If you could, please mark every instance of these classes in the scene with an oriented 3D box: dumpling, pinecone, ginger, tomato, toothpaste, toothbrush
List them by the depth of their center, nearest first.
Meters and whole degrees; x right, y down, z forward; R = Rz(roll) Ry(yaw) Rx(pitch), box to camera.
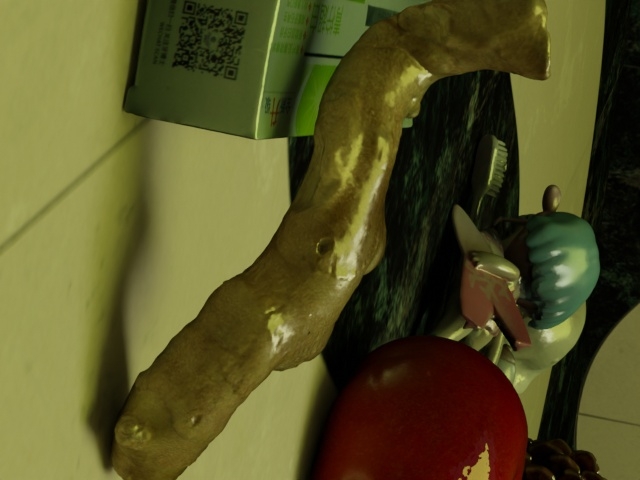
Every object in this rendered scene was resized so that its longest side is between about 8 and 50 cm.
[{"bbox_3d":[0.000,0.000,0.819,0.288,0.075,0.089,-52,148,4],"label":"ginger"},{"bbox_3d":[-0.007,-0.100,0.930,0.336,0.067,0.081,-17,119,-75],"label":"toothpaste"},{"bbox_3d":[0.072,0.162,1.290,0.195,0.136,0.195,11,90,-77],"label":"tomato"},{"bbox_3d":[0.130,0.075,1.692,0.029,0.024,0.354,18,81,-43],"label":"toothbrush"},{"bbox_3d":[0.208,0.069,1.881,0.127,0.108,0.188,39,73,-46],"label":"dumpling"},{"bbox_3d":[0.223,0.314,1.954,0.212,0.168,0.185,-33,102,-57],"label":"pinecone"}]

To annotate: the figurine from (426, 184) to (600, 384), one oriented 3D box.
[{"bbox_3d":[0.167,0.074,1.633,0.260,0.103,0.205,-39,127,-44],"label":"figurine"}]
